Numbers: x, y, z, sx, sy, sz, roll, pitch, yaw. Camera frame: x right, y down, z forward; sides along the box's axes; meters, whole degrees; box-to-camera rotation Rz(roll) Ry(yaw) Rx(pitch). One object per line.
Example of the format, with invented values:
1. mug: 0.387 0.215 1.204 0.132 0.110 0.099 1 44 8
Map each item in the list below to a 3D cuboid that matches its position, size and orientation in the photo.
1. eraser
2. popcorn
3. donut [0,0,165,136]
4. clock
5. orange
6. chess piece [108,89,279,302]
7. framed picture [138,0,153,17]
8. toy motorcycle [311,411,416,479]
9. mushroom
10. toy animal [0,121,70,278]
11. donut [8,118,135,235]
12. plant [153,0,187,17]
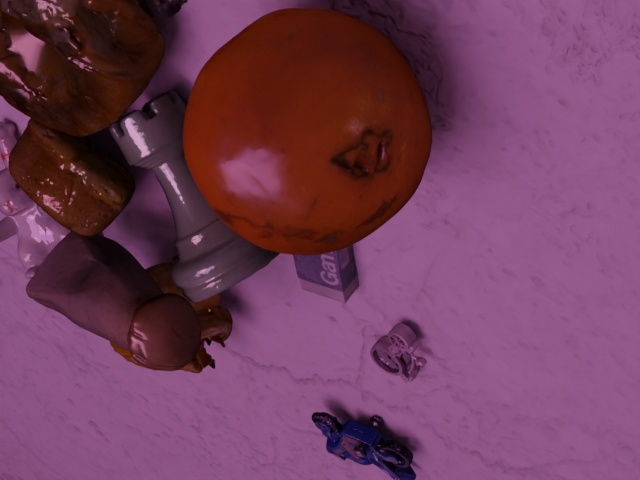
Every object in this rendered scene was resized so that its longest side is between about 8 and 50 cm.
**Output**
1. eraser: 0.000 0.000 1.773 0.092 0.046 0.212 17 138 28
2. popcorn: -0.272 0.135 2.060 0.253 0.190 0.191 7 164 23
3. donut: -0.389 -0.317 1.660 0.360 0.170 0.360 24 148 16
4. clock: 0.129 0.181 1.856 0.087 0.041 0.129 38 149 9
5. orange: -0.018 -0.134 1.435 0.312 0.312 0.312 24 141 21
6. chess piece: -0.198 -0.076 1.772 0.194 0.194 0.299 -17 107 49
7. framed picture: -0.341 -0.401 1.679 0.150 0.015 0.203 -1 129 42
8. toy motorcycle: 0.077 0.370 2.081 0.205 0.076 0.114 20 148 23
9. mushroom: -0.339 0.089 1.898 0.407 0.154 0.137 21 156 45
10. toy animal: -0.546 -0.065 2.107 0.140 0.138 0.282 -26 119 14
11. donut: -0.407 -0.108 1.879 0.208 0.128 0.261 41 179 -6
12. plant: -0.189 -0.378 1.469 0.203 0.131 0.142 -27 110 42
